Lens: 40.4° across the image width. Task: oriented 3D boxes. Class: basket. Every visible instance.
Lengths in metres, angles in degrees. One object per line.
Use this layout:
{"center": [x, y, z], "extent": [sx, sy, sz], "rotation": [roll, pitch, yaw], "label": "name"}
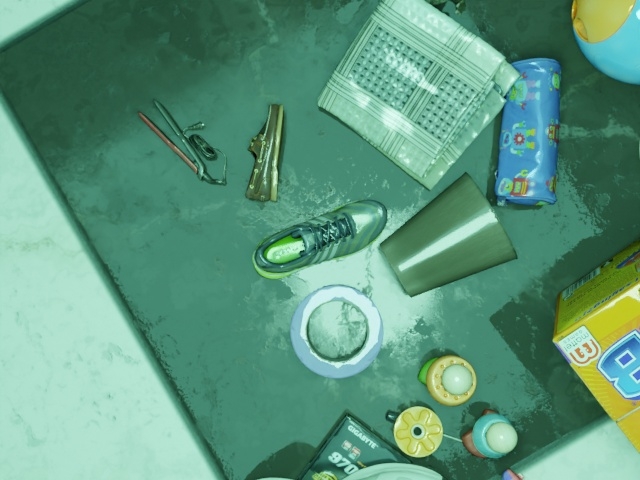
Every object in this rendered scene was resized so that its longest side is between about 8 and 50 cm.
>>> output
{"center": [0.247, 0.004, 1.759], "extent": [0.227, 0.154, 0.204], "rotation": [-30, 86, 4], "label": "basket"}

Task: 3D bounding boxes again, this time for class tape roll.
{"center": [0.034, 0.185, 1.790], "extent": [0.189, 0.080, 0.188], "rotation": [0, 88, 1], "label": "tape roll"}

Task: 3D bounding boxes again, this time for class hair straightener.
{"center": [-0.275, -0.212, 1.829], "extent": [0.089, 0.047, 0.230], "rotation": [-43, 87, 0], "label": "hair straightener"}

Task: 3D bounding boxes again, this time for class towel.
{"center": [0.193, -0.307, 1.761], "extent": [0.324, 0.056, 0.312], "rotation": [37, 112, 2], "label": "towel"}

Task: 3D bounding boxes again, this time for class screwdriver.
{"center": [0.217, 0.388, 1.806], "extent": [0.170, 0.024, 0.025], "rotation": [15, 117, 0], "label": "screwdriver"}

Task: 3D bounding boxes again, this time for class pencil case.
{"center": [0.422, -0.216, 1.776], "extent": [0.133, 0.119, 0.305], "rotation": [2, 88, 42], "label": "pencil case"}

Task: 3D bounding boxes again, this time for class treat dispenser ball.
{"center": [0.638, -0.449, 1.692], "extent": [0.288, 0.288, 0.288], "rotation": [0, 88, 2], "label": "treat dispenser ball"}

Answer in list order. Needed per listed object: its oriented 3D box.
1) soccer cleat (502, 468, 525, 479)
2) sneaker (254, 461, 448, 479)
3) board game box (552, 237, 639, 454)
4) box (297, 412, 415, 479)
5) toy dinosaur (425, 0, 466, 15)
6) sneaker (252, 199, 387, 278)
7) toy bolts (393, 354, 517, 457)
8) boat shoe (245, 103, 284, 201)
{"center": [0.435, 0.582, 1.766], "extent": [0.095, 0.083, 0.248], "rotation": [-36, 90, 5], "label": "soccer cleat"}
{"center": [0.042, 0.538, 1.636], "extent": [0.448, 0.257, 0.169], "rotation": [-6, 89, 3], "label": "sneaker"}
{"center": [0.681, 0.179, 1.587], "extent": [0.357, 0.356, 0.356], "rotation": [-38, 87, 19], "label": "board game box"}
{"center": [0.089, 0.492, 1.790], "extent": [0.220, 0.051, 0.175], "rotation": [37, 90, 3], "label": "box"}
{"center": [0.251, -0.554, 1.789], "extent": [0.160, 0.121, 0.313], "rotation": [25, 73, 35], "label": "toy dinosaur"}
{"center": [0.000, 0.000, 1.776], "extent": [0.300, 0.121, 0.111], "rotation": [-25, 88, 0], "label": "sneaker"}
{"center": [0.277, 0.363, 1.724], "extent": [0.229, 0.158, 0.218], "rotation": [37, 80, 2], "label": "toy bolts"}
{"center": [-0.117, -0.184, 1.811], "extent": [0.073, 0.073, 0.206], "rotation": [6, 88, 0], "label": "boat shoe"}
